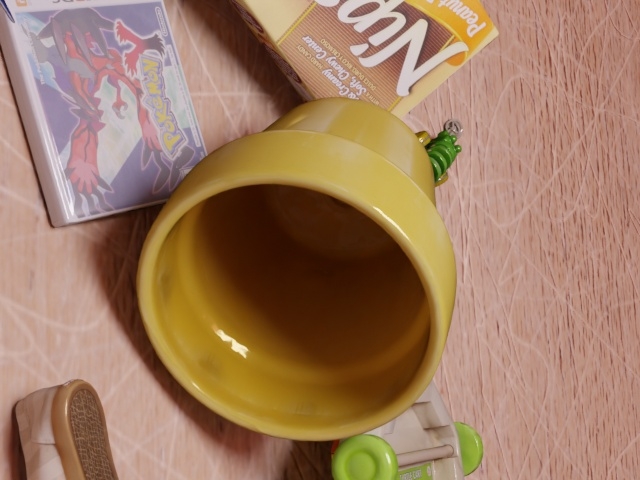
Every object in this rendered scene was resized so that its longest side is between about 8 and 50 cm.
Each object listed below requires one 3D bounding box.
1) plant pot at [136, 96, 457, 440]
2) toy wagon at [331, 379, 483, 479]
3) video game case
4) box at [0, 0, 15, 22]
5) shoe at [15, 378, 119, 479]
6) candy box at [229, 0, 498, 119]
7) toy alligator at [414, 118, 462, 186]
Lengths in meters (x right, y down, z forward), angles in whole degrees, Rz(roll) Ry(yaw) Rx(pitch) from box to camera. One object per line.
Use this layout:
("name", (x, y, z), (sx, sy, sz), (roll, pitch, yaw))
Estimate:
("plant pot", (0.000, 0.000, 1.314), (0.254, 0.254, 0.239), (57, 28, -20))
("toy wagon", (0.082, 0.217, 1.412), (0.267, 0.068, 0.344), (10, 71, -67))
("video game case", (-0.178, -0.123, 1.300), (0.183, 0.023, 0.201), (-16, 90, -51))
("box", (-0.261, -0.269, 1.113), (0.225, 0.036, 0.136), (62, -2, 38))
("shoe", (-0.180, 0.214, 1.166), (0.076, 0.058, 0.219), (-13, 91, -71))
("candy box", (0.009, -0.252, 1.414), (0.183, 0.087, 0.316), (-41, 127, -3))
("toy alligator", (0.122, -0.090, 1.623), (0.190, 0.051, 0.056), (-43, 111, -48))
